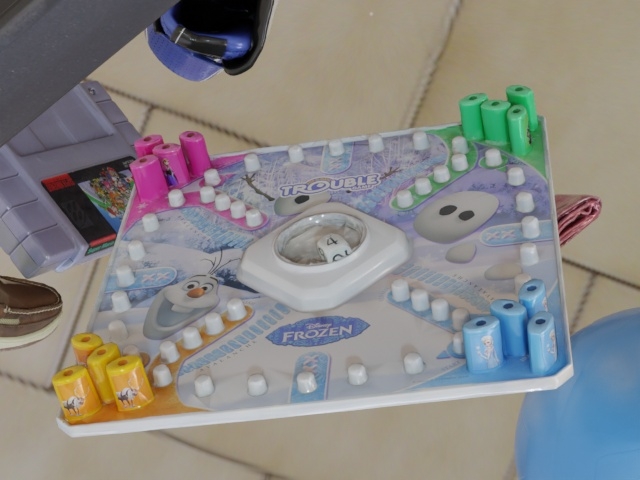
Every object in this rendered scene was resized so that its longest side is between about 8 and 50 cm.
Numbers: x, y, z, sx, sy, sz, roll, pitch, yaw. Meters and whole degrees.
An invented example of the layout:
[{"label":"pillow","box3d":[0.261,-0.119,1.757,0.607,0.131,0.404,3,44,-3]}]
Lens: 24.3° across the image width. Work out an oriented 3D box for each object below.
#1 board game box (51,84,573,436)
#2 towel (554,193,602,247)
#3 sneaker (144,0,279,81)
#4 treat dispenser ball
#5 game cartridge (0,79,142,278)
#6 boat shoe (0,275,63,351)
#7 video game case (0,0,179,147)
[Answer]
[{"label":"board game box","box3d":[0.000,0.000,1.238,0.390,0.390,0.050,-7,123,10]},{"label":"towel","box3d":[0.129,-0.001,1.693,0.237,0.329,0.037,-36,116,-25]},{"label":"sneaker","box3d":[-0.109,-0.224,1.389,0.127,0.315,0.182,30,58,-10]},{"label":"treat dispenser ball","box3d":[0.336,0.208,1.466,0.288,0.288,0.288,0,99,2]},{"label":"game cartridge","box3d":[-0.306,-0.083,1.809,0.230,0.355,0.068,47,114,8]},{"label":"boat shoe","box3d":[-0.368,0.059,1.567,0.095,0.257,0.095,38,115,31]},{"label":"video game case","box3d":[-0.105,-0.147,0.445,0.275,0.035,0.248,-33,58,30]}]
